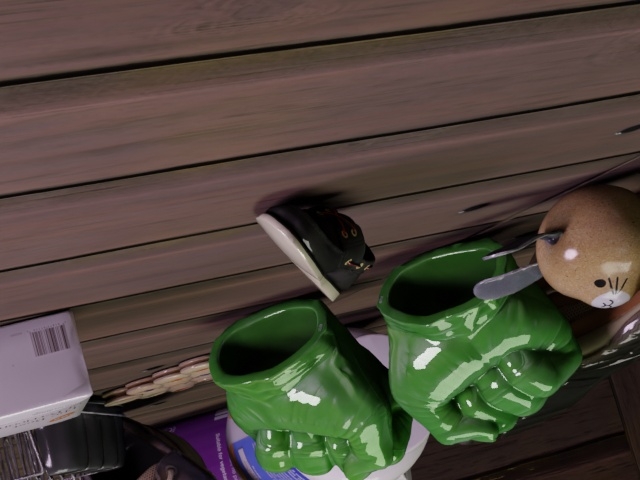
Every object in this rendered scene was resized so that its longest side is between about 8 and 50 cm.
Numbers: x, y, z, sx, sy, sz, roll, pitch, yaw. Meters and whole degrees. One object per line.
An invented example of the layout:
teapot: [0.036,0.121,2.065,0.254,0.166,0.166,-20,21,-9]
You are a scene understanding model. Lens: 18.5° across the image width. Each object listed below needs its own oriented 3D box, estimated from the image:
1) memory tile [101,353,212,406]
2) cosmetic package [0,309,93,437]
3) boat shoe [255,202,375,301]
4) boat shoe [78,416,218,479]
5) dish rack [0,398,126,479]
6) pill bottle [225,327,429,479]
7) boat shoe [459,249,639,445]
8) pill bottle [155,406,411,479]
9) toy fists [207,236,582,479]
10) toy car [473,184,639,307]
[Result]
memory tile: [-0.118,0.122,1.780,0.148,0.012,0.113,-23,169,42]
cosmetic package: [-0.266,0.107,1.218,0.239,0.060,0.099,-14,173,-14]
boat shoe: [-0.001,-0.001,1.076,0.042,0.049,0.133,-44,163,0]
boat shoe: [-0.139,0.275,1.884,0.130,0.132,0.355,34,177,-40]
dish rack: [-0.321,0.213,1.811,0.271,0.074,0.208,-16,171,8]
pill bottle: [0.015,0.165,1.835,0.152,0.152,0.272,-13,172,-20]
boat shoe: [0.206,0.045,1.524,0.324,0.120,0.122,-34,159,31]
pill bottle: [-0.062,0.279,2.364,0.323,0.181,0.181,-17,172,7]
toy fists: [0.057,0.104,1.470,0.279,0.096,0.142,-21,130,23]
toy car: [0.199,0.020,1.317,0.188,0.149,0.155,-4,159,-2]
